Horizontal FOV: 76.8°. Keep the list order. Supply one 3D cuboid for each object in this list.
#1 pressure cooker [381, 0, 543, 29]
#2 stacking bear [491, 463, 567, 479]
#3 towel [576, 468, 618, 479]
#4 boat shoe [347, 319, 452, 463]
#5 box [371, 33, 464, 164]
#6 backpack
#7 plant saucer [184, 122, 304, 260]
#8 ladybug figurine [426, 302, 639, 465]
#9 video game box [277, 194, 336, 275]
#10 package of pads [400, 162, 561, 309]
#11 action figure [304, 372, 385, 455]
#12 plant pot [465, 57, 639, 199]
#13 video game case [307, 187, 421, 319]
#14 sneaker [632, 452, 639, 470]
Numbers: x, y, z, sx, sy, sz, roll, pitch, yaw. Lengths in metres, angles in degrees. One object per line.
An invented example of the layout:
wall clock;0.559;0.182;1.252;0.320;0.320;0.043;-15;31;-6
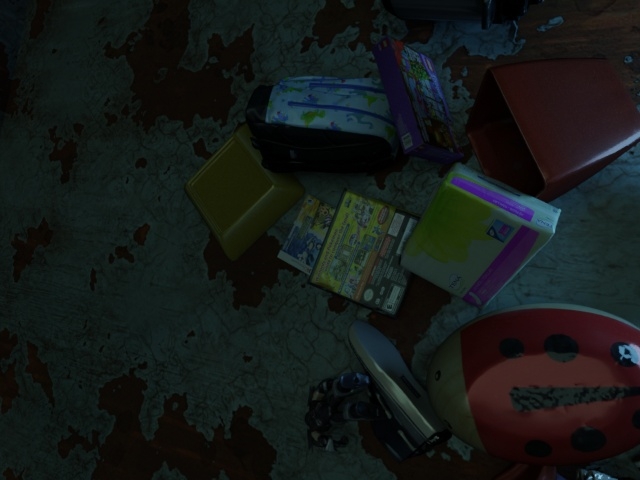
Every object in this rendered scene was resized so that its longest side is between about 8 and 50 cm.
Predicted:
pressure cooker;0.372;-0.702;0.918;0.420;0.375;0.370;19;127;23
stacking bear;0.505;0.591;0.796;0.289;0.164;0.175;45;100;17
towel;0.583;0.549;0.726;0.282;0.049;0.187;22;65;-8
boat shoe;0.148;0.371;0.992;0.340;0.127;0.158;52;119;31
box;0.245;-0.341;1.002;0.057;0.201;0.293;-26;73;42
backpack;0.030;-0.290;1.051;0.355;0.290;0.273;17;73;15
plant saucer;-0.266;-0.163;1.255;0.333;0.081;0.333;-42;70;13
ladybug figurine;0.421;0.275;0.765;0.449;0.162;0.305;-18;78;20
video game box;0.000;0.000;1.141;0.187;0.048;0.205;27;93;20
package of pads;0.315;-0.001;0.870;0.229;0.296;0.101;29;52;13
action figure;0.036;0.423;0.997;0.285;0.099;0.185;-50;42;47
plant pot;0.495;-0.228;0.868;0.235;0.267;0.267;-20;75;5
video game case;0.129;0.032;1.058;0.248;0.035;0.275;22;91;9
sneaker;0.694;0.437;0.795;0.118;0.042;0.067;-43;65;20
